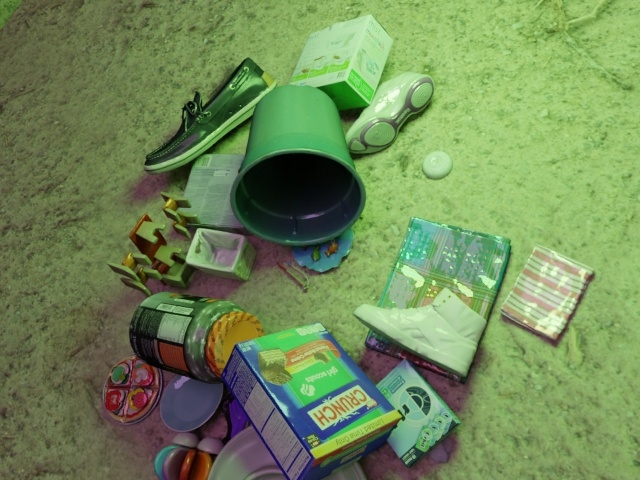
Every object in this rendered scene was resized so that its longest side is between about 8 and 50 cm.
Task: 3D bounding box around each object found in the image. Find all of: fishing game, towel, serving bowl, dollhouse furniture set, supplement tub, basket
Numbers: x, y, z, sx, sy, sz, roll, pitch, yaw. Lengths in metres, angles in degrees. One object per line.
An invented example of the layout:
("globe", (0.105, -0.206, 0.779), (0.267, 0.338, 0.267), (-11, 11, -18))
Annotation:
("fishing game", (0.000, 0.000, 1.564), (0.189, 0.041, 0.264), (38, 85, 33))
("towel", (0.525, 0.116, 1.310), (0.144, 0.029, 0.197), (28, 80, 28))
("towel", (0.288, 0.131, 1.392), (0.271, 0.040, 0.370), (16, 75, 27))
("serving bowl", (0.316, -0.210, 1.534), (0.083, 0.027, 0.083), (-9, 65, 19))
("dollhouse furniture set", (-0.463, 0.028, 1.598), (0.135, 0.259, 0.262), (17, 61, 21))
("supplement tub", (-0.316, 0.246, 1.443), (0.337, 0.207, 0.207), (3, 68, 40))
("basket", (-0.281, 0.043, 1.619), (0.167, 0.103, 0.113), (10, 72, 24))

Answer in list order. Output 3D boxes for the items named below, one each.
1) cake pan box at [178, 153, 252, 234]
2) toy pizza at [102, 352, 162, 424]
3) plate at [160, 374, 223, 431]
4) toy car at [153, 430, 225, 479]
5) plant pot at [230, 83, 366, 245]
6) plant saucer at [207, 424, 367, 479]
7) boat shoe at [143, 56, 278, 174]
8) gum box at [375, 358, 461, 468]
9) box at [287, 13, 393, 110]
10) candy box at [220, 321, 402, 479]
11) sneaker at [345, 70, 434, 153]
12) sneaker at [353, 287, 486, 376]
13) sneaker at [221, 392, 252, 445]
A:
("cake pan box", (-0.303, -0.145, 1.731), (0.266, 0.070, 0.246), (4, 67, 23))
("toy pizza", (-0.540, 0.418, 1.601), (0.201, 0.032, 0.201), (-8, 65, 19))
("plate", (-0.340, 0.422, 1.506), (0.188, 0.024, 0.188), (-13, 48, 15))
("toy car", (-0.332, 0.561, 1.395), (0.181, 0.136, 0.159), (4, 70, 25))
("plant pot", (-0.063, -0.222, 1.516), (0.341, 0.341, 0.334), (-16, 49, 15))
("plant saucer", (-0.087, 0.605, 1.247), (0.400, 0.100, 0.401), (-2, 81, 13))
("boat shoe", (-0.366, -0.389, 1.776), (0.500, 0.156, 0.187), (-38, 25, -1))
("gum box", (0.202, 0.394, 1.296), (0.157, 0.041, 0.184), (-46, 58, 11))
("box", (0.050, -0.512, 1.665), (0.261, 0.126, 0.231), (2, 66, 46))
("candy box", (-0.024, 0.351, 1.264), (0.317, 0.268, 0.122), (47, 126, 32))
("sneaker", (0.185, -0.369, 1.628), (0.305, 0.114, 0.152), (-40, 40, 2))
("sneaker", (0.236, 0.178, 1.323), (0.292, 0.108, 0.169), (25, 79, 18))
("sneaker", (-0.183, 0.395, 1.428), (0.146, 0.102, 0.294), (0, 68, 32))
